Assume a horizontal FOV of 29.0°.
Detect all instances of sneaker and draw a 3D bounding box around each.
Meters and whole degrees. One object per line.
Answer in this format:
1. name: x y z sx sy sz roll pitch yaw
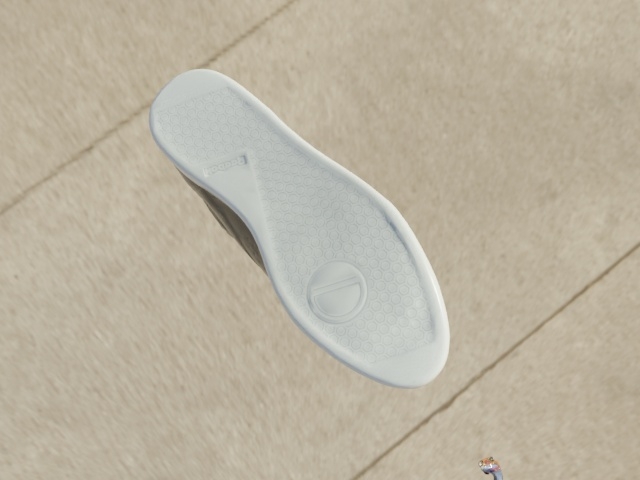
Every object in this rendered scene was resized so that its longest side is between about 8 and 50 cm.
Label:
1. sneaker: 0.000 -0.001 0.924 0.104 0.147 0.296 -44 68 0

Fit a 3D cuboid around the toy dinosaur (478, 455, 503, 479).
1. toy dinosaur: 0.104 0.191 0.853 0.047 0.090 0.082 38 38 -9
